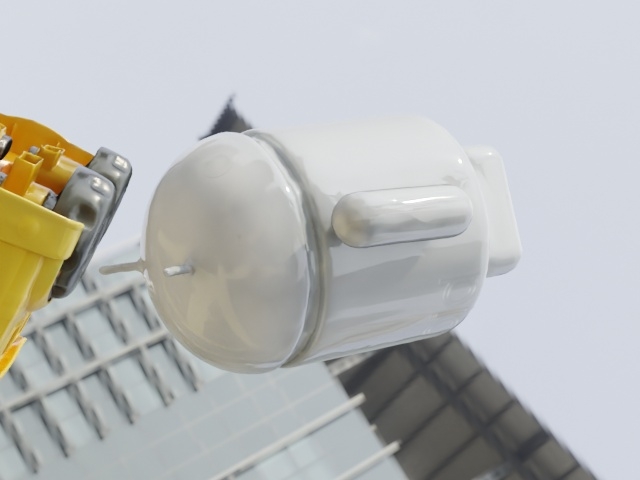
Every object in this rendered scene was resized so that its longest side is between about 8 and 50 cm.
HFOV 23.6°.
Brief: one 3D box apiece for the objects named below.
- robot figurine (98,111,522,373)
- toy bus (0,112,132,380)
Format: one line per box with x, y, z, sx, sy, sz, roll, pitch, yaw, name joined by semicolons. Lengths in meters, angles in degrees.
0.000;0.000;1.291;0.300;0.353;0.199;-25;-104;58;robot figurine
-0.223;0.023;0.944;0.149;0.220;0.211;22;-79;-4;toy bus
